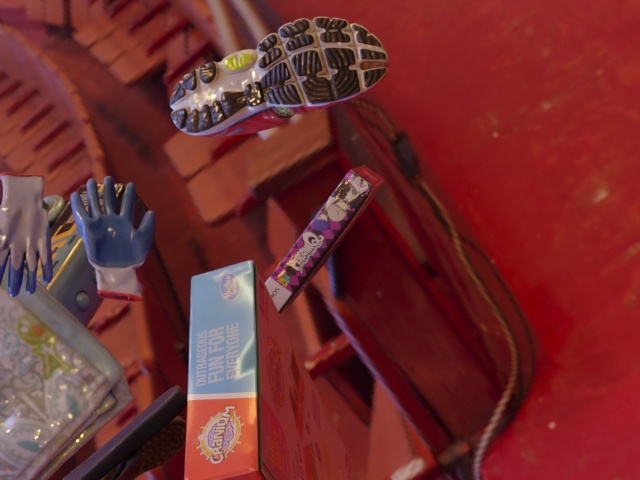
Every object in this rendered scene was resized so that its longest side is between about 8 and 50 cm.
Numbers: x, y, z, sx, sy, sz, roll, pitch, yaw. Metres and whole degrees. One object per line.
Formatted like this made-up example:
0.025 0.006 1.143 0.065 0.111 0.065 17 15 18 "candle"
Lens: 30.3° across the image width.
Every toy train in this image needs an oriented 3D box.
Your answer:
-0.378 0.046 1.709 0.190 0.142 0.334 -5 40 31 "toy train"

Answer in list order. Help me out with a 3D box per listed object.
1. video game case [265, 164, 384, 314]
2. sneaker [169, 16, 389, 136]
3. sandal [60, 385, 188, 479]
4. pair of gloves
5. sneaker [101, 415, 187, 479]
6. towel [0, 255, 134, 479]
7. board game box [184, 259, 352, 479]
0.000 0.000 1.494 0.210 0.042 0.232 -54 -2 8 "video game case"
-0.044 -0.190 1.428 0.279 0.118 0.107 -12 80 20 "sneaker"
-0.264 0.292 1.539 0.254 0.054 0.097 -40 8 -12 "sandal"
-0.269 -0.007 1.246 0.023 0.198 0.159 122 147 -48 "pair of gloves"
-0.286 0.317 1.760 0.192 0.064 0.086 -41 30 -8 "sneaker"
-0.451 0.155 1.391 0.320 0.374 0.090 -45 3 -3 "towel"
-0.037 0.213 1.102 0.064 0.316 0.242 -15 41 9 "board game box"
